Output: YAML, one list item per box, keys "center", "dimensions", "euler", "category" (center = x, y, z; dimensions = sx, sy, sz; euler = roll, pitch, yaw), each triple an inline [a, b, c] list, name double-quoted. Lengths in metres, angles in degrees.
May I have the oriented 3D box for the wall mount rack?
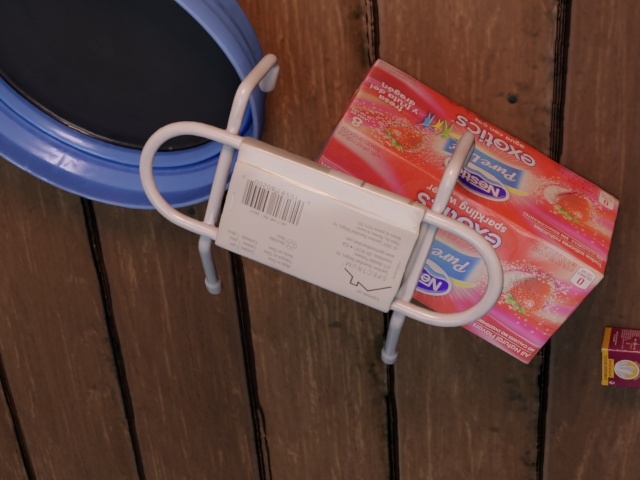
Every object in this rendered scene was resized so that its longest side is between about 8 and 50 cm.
- center: [0.000, 0.000, 1.169]
  dimensions: [0.350, 0.130, 0.304]
  euler: [22, 125, 6]
  category: "wall mount rack"

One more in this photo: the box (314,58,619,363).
- center: [0.136, -0.029, 1.262]
  dimensions: [0.300, 0.142, 0.154]
  euler: [31, 130, -2]
  category: "box"

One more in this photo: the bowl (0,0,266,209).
- center: [-0.240, -0.188, 1.275]
  dimensions: [0.391, 0.077, 0.391]
  euler: [13, 144, 10]
  category: "bowl"

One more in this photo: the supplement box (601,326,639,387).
- center: [0.356, 0.132, 1.358]
  dimensions: [0.083, 0.043, 0.055]
  euler: [3, 123, 18]
  category: "supplement box"
